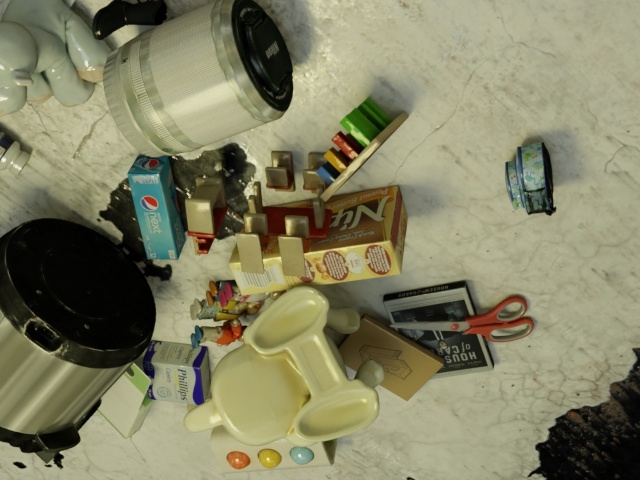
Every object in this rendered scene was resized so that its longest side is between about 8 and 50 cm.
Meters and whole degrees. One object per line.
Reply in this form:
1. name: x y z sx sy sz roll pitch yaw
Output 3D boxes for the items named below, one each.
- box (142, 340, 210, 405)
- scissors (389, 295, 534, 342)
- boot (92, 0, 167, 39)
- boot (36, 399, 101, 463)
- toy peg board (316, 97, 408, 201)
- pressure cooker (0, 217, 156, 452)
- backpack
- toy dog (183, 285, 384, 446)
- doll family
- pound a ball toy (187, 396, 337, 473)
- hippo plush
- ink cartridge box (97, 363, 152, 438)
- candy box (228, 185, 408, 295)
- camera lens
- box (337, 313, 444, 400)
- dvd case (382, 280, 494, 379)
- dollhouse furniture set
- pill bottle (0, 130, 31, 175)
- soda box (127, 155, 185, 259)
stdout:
1. box: -0.329 0.306 2.097 0.137 0.072 0.126 5 127 6
2. scissors: 0.293 0.184 1.873 0.297 0.021 0.109 -12 123 -2
3. boot: -0.324 -0.380 1.563 0.099 0.121 0.045 7 130 14
4. boot: -0.784 0.362 2.145 0.445 0.146 0.367 38 123 -9
5. toy peg board: 0.057 -0.173 1.628 0.079 0.161 0.160 45 124 0
6. pressure cooker: -0.590 0.203 1.872 0.375 0.370 0.420 33 119 -21
7. backpack: 0.374 -0.113 1.635 0.084 0.105 0.114 -6 119 14
8. toy dog: -0.058 0.299 1.853 0.395 0.408 0.284 -37 83 0
9. doll family: -0.166 0.120 1.890 0.163 0.118 0.263 -1 146 -34
10. pound a ball toy: -0.144 0.448 2.129 0.319 0.135 0.208 -8 124 16
11. hippo plush: -0.492 -0.313 1.566 0.234 0.236 0.294 32 125 -13
12. ink cartridge box: -0.460 0.328 2.104 0.171 0.056 0.235 41 128 16
13. candy box: 0.000 0.000 1.739 0.316 0.183 0.087 -8 125 16
14. camera lens: -0.199 -0.276 1.550 0.274 0.219 0.219 -17 121 22
15. box: 0.144 0.257 1.978 0.201 0.021 0.164 30 133 -4
16. dvd case: 0.253 0.197 1.934 0.179 0.029 0.238 -12 122 19
17. dollhouse furniture set: -0.109 -0.038 1.685 0.259 0.262 0.135 4 129 11
18. pill bottle: -0.638 -0.181 1.798 0.120 0.067 0.067 34 125 -15
19. soda box: -0.325 -0.064 1.823 0.067 0.071 0.210 1 126 9
